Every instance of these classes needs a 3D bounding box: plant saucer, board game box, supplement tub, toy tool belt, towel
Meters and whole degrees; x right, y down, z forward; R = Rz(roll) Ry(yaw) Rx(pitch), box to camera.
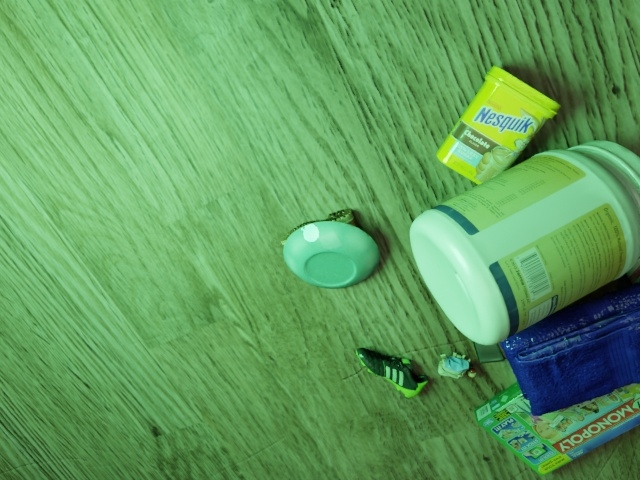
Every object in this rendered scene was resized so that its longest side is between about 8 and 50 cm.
[{"bbox_3d":[0.020,0.045,0.886,0.195,0.037,0.194,3,136,3],"label":"plant saucer"},{"bbox_3d":[0.529,0.360,0.960,0.214,0.046,0.317,40,114,-7],"label":"board game box"},{"bbox_3d":[0.330,-0.003,0.702,0.317,0.228,0.228,-26,107,-5],"label":"supplement tub"},{"bbox_3d":[0.297,0.269,0.961,0.084,0.052,0.051,6,122,7],"label":"toy tool belt"},{"bbox_3d":[0.509,0.208,0.813,0.309,0.076,0.227,-25,115,14],"label":"towel"}]

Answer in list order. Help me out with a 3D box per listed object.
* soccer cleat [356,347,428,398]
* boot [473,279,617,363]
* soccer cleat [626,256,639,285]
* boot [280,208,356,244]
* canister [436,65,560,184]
[{"bbox_3d":[0.159,0.281,0.993,0.179,0.060,0.072,37,105,-13],"label":"soccer cleat"},{"bbox_3d":[0.416,0.101,0.848,0.281,0.096,0.263,-16,101,12],"label":"boot"},{"bbox_3d":[0.583,0.008,0.772,0.083,0.095,0.247,-11,110,15],"label":"soccer cleat"},{"bbox_3d":[0.000,0.000,0.901,0.158,0.059,0.084,-15,114,15],"label":"boot"},{"bbox_3d":[0.294,-0.186,0.757,0.126,0.073,0.169,30,116,-3],"label":"canister"}]
